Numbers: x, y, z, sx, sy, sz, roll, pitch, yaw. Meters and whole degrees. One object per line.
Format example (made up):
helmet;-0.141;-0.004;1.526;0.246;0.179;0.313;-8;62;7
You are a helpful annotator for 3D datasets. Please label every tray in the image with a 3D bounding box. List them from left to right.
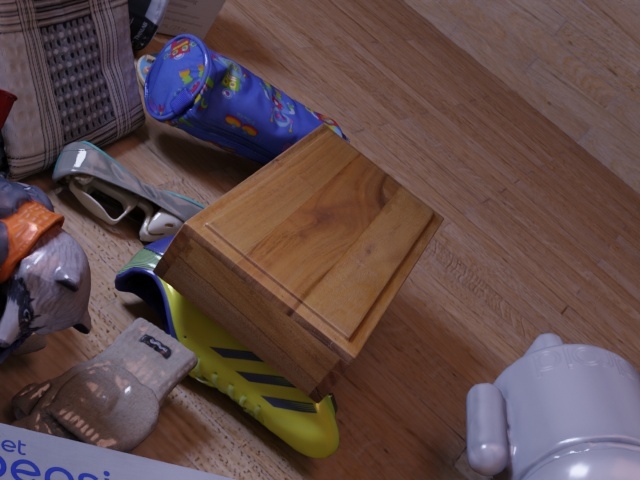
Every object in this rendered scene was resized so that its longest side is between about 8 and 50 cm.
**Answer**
tray;0.002;-0.001;1.044;0.202;0.076;0.411;39;26;2

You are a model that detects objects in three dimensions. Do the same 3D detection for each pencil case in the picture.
pencil case;-0.098;-0.168;1.310;0.306;0.119;0.133;25;32;-43

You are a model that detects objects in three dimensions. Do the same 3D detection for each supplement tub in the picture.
supplement tub;-0.333;-0.379;1.417;0.190;0.117;0.117;24;28;-25

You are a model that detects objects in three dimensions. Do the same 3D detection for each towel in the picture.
towel;-0.297;-0.257;1.086;0.056;0.325;0.312;1;18;19

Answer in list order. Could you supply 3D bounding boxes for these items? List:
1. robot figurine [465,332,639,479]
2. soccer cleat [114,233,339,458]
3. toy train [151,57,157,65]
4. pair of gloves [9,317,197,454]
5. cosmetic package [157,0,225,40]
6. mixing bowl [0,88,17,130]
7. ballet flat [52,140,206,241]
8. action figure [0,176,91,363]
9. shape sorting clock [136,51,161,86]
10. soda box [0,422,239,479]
robot figurine;0.291;0.255;1.041;0.299;0.200;0.353;20;29;-10
soccer cleat;-0.097;0.118;0.946;0.121;0.093;0.289;-30;70;-35
toy train;-0.217;-0.244;1.383;0.083;0.017;0.023;40;26;21
pair of gloves;-0.246;0.104;0.803;0.240;0.042;0.204;30;32;0
cosmetic package;-0.248;-0.464;1.586;0.151;0.184;0.151;-3;46;-52
mixing bowl;-0.387;-0.108;0.885;0.181;0.098;0.181;9;0;0
ballet flat;-0.209;-0.035;1.075;0.213;0.072;0.068;31;54;-17
action figure;-0.328;0.008;0.679;0.330;0.179;0.341;17;29;-2
shape sorting clock;-0.185;-0.230;1.440;0.206;0.040;0.206;29;27;-16
soda box;-0.149;0.219;0.680;0.286;0.091;0.098;22;30;-27
